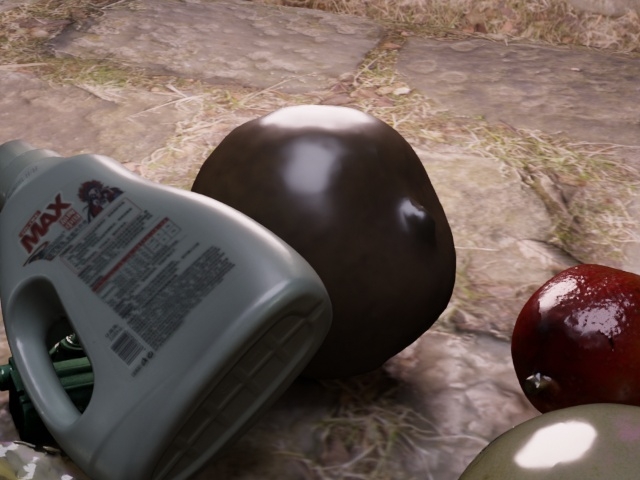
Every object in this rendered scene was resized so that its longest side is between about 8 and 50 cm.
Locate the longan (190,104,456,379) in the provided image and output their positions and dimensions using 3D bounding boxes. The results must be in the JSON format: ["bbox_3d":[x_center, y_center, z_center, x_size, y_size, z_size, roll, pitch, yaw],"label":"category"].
[{"bbox_3d":[-0.001,0.004,1.219,0.297,0.297,0.297,4,26,-2],"label":"longan"}]

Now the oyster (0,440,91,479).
[{"bbox_3d":[-0.249,0.226,0.962,0.209,0.072,0.133,21,17,-11],"label":"oyster"}]

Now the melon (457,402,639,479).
[{"bbox_3d":[0.196,0.245,0.765,0.269,0.268,0.330,8,10,6],"label":"melon"}]

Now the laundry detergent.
[{"bbox_3d":[-0.203,0.036,1.081,0.398,0.124,0.264,37,82,33],"label":"laundry detergent"}]

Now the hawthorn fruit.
[{"bbox_3d":[0.268,0.113,1.171,0.188,0.169,0.169,-25,38,-27],"label":"hawthorn fruit"}]

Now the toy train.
[{"bbox_3d":[-0.229,0.137,1.137,0.171,0.071,0.111,-8,38,-27],"label":"toy train"}]
